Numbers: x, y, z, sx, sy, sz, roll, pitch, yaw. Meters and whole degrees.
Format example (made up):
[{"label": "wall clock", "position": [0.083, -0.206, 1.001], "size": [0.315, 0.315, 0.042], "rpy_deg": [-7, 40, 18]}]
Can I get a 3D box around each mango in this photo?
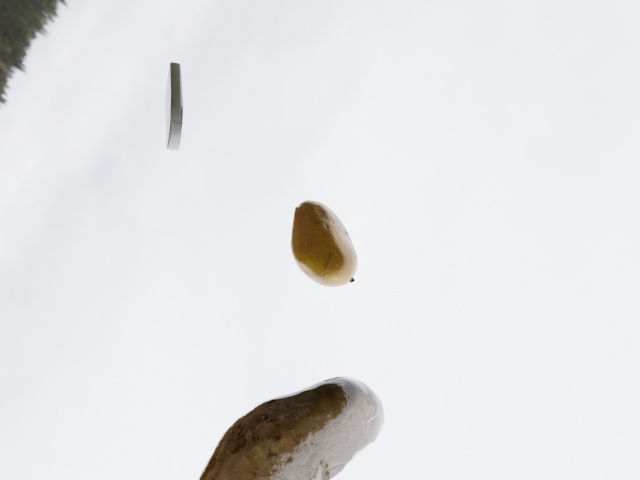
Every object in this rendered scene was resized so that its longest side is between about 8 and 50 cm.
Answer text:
[{"label": "mango", "position": [0.000, 0.000, 1.230], "size": [0.109, 0.147, 0.227], "rpy_deg": [-57, -135, 42]}]

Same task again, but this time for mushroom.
[{"label": "mushroom", "position": [-0.026, 0.197, 0.567], "size": [0.210, 0.094, 0.072], "rpy_deg": [-18, -160, -17]}]

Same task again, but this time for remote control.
[{"label": "remote control", "position": [-0.246, -0.229, 0.951], "size": [0.245, 0.022, 0.077], "rpy_deg": [-110, -151, -50]}]
